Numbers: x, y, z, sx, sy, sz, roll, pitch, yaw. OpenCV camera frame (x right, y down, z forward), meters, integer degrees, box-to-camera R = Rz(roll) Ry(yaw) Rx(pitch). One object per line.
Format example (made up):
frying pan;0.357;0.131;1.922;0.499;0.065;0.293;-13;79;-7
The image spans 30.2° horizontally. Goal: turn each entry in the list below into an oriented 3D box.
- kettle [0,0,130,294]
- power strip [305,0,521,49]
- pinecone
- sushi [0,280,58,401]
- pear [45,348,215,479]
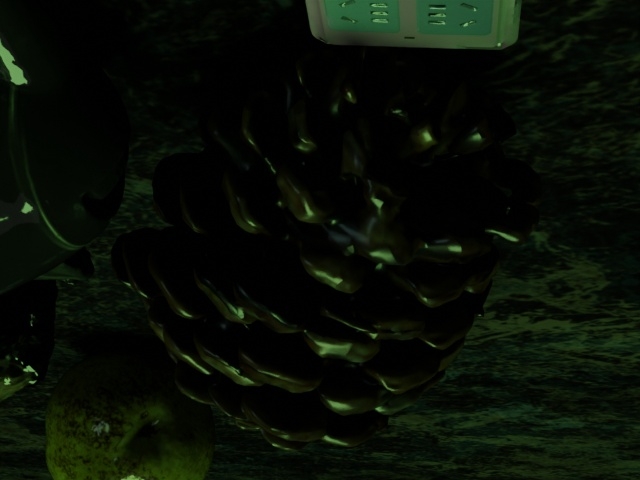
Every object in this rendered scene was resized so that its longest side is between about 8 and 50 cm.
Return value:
kettle;-0.257;-0.068;0.660;0.290;0.207;0.268;-6;128;14
power strip;0.038;-0.165;0.511;0.109;0.038;0.279;4;158;8
pinecone;0.000;0.000;0.705;0.224;0.224;0.272;13;137;-16
sushi;-0.392;0.049;0.985;0.350;0.171;0.211;4;160;8
pear;-0.214;0.220;1.322;0.197;0.197;0.197;5;158;2
